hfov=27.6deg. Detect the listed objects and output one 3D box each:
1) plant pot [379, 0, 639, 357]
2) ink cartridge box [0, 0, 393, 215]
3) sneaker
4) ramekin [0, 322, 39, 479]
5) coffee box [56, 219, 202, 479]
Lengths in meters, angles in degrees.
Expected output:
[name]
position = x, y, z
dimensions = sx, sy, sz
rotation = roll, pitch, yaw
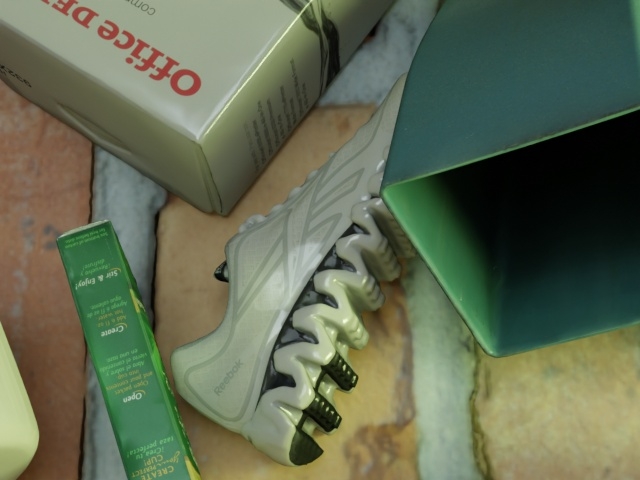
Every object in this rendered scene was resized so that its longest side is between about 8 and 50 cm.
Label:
[plant pot]
position = 0.153, -0.080, 0.836
dimensions = 0.165, 0.165, 0.234
rotation = -17, 40, 24
[ink cartridge box]
position = -0.076, -0.209, 0.948
dimensions = 0.223, 0.129, 0.307
rotation = 32, 74, 15
[sneaker]
position = 0.000, 0.000, 0.877
dimensions = 0.118, 0.110, 0.292
rotation = 21, 70, 21
[ramekin]
position = -0.302, 0.116, 0.761
dimensions = 0.277, 0.277, 0.135
rotation = -27, 75, -7
[coffee box]
position = -0.118, 0.092, 0.840
dimensions = 0.040, 0.113, 0.184
rotation = -19, 66, -7
